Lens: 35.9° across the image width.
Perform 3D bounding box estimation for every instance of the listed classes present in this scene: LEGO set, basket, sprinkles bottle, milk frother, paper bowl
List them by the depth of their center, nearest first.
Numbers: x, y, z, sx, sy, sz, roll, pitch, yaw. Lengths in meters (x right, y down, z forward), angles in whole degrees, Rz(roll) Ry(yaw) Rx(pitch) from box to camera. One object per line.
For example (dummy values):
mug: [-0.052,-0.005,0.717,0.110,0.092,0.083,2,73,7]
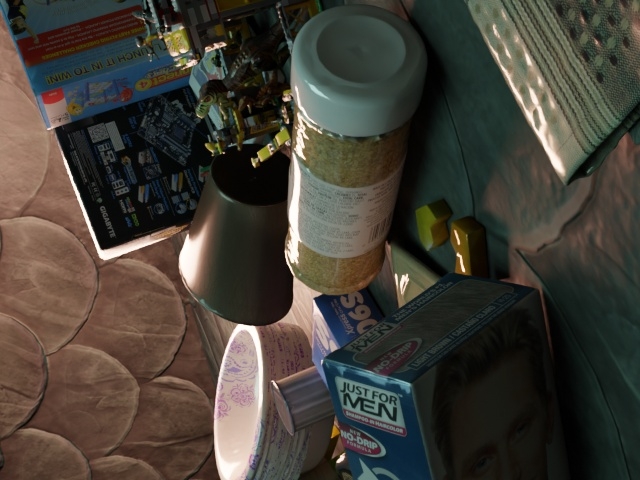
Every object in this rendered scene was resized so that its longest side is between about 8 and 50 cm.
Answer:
sprinkles bottle: [0.026,-0.075,1.010,0.355,0.121,0.121,96,150,-58]
LEGO set: [-0.121,-0.204,1.168,0.331,0.192,0.254,25,131,61]
milk frother: [0.016,0.252,1.434,0.129,0.135,0.143,96,150,-60]
basket: [-0.111,-0.018,1.443,0.204,0.154,0.226,42,142,24]
paper bowl: [-0.072,0.277,1.636,0.284,0.148,0.284,-171,90,-71]

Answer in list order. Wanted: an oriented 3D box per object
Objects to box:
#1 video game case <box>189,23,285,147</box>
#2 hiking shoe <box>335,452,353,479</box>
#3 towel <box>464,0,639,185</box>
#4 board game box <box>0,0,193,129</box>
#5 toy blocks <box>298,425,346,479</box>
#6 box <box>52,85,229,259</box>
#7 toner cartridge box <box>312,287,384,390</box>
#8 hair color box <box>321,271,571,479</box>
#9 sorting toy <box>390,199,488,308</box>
video game case: [-0.126,-0.230,1.420,0.183,0.023,0.201,57,148,22]
hiking shoe: [0.057,0.360,1.178,0.086,0.114,0.226,93,152,-55]
towel: [0.144,-0.229,0.568,0.312,0.056,0.324,113,137,-64]
board game box: [-0.335,-0.355,1.554,0.086,0.308,0.301,94,152,-59]
toy blocks: [0.025,0.501,1.707,0.260,0.191,0.381,63,169,-23]
box: [-0.260,-0.156,1.575,0.073,0.294,0.295,127,121,-72]
toner cartridge box: [0.093,0.235,1.258,0.165,0.075,0.347,89,156,-53]
hair color box: [0.132,0.223,0.879,0.105,0.174,0.347,9,121,47]
sorting toy: [0.125,0.092,1.029,0.229,0.041,0.307,-132,27,-55]
